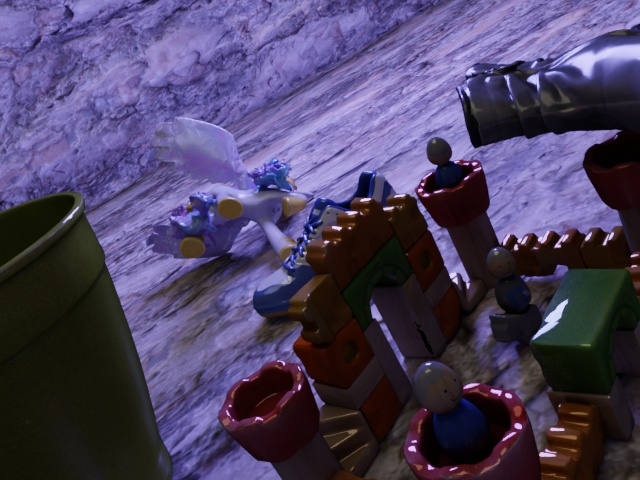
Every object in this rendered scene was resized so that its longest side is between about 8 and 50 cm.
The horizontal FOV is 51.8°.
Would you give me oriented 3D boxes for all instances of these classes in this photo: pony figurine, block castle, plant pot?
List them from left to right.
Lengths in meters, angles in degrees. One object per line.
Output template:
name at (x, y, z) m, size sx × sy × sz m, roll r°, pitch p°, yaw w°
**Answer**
plant pot at (-0.345, 0.186, 0.732) m, size 0.366 × 0.353 × 0.366 m, roll -21°, pitch 22°, yaw 9°
pony figurine at (-0.181, -0.069, 1.305) m, size 0.351 × 0.303 × 0.363 m, roll 4°, pitch 19°, yaw -5°
block castle at (0.141, 0.059, 0.631) m, size 0.303 × 0.213 × 0.453 m, roll -5°, pitch 32°, yaw 46°

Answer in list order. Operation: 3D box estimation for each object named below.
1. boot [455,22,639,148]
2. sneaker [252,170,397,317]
boot at (0.241, -0.124, 0.613) m, size 0.222 × 0.118 × 0.338 m, roll -10°, pitch 15°, yaw 17°
sneaker at (0.000, 0.000, 1.049) m, size 0.296 × 0.131 × 0.112 m, roll -36°, pitch 24°, yaw -15°
